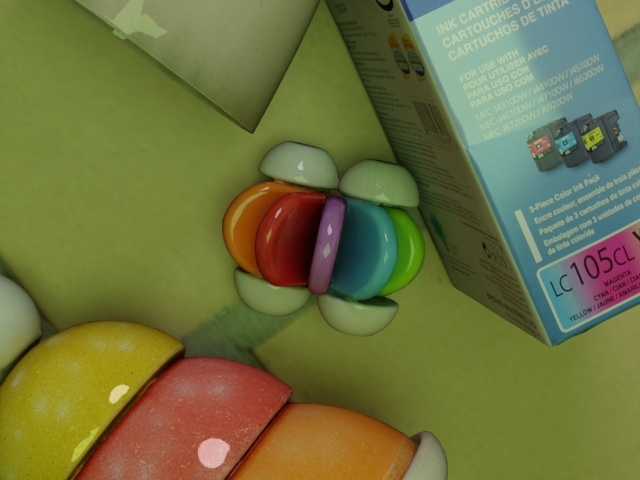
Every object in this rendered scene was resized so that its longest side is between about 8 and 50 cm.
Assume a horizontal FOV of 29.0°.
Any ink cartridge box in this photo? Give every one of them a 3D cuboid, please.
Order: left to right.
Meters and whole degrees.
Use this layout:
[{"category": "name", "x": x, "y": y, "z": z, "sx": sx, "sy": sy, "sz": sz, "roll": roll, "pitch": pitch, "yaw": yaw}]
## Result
[{"category": "ink cartridge box", "x": 0.135, "y": -0.136, "z": 1.043, "sx": 0.151, "sy": 0.270, "sz": 0.395, "roll": -28, "pitch": 103, "yaw": -6}]

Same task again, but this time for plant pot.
[{"category": "plant pot", "x": -0.080, "y": -0.271, "z": 0.994, "sx": 0.256, "sy": 0.256, "sz": 0.274, "roll": 35, "pitch": 91, "yaw": -13}]

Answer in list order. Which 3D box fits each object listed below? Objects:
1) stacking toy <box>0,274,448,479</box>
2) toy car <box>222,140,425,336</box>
[{"category": "stacking toy", "x": -0.162, "y": 0.180, "z": 1.067, "sx": 0.480, "sy": 0.350, "sz": 0.350, "roll": 39, "pitch": 91, "yaw": 3}, {"category": "toy car", "x": 0.000, "y": 0.000, "z": 1.098, "sx": 0.182, "sy": 0.136, "sz": 0.159, "roll": 14, "pitch": 96, "yaw": 10}]
